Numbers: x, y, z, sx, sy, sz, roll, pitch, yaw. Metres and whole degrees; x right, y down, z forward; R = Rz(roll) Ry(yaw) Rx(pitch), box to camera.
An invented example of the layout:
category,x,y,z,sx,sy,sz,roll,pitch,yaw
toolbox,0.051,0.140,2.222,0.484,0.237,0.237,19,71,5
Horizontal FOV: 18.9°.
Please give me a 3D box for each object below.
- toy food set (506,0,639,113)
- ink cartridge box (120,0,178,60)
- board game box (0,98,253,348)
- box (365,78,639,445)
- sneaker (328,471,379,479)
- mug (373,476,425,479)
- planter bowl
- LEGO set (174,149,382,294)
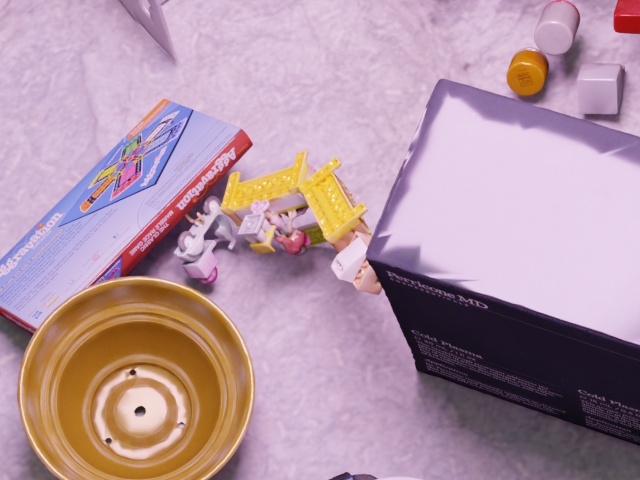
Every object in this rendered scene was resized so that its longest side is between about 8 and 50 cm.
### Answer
category,x,y,z,sx,sy,sz,roll,pitch,yaw
toy food set,0.308,-0.200,1.933,0.232,0.111,0.104,2,33,17
ink cartridge box,-0.217,-0.377,1.997,0.119,0.207,0.353,-35,67,-11
board game box,-0.205,-0.022,1.886,0.281,0.027,0.145,-46,40,-16
box,0.247,0.042,1.673,0.343,0.312,0.179,18,74,17
sneaker,0.061,0.296,1.716,0.121,0.079,0.217,-31,65,-11
mug,0.124,0.358,1.535,0.374,0.276,0.328,51,47,-4
planter bowl,-0.170,0.150,1.794,0.217,0.090,0.217,1,69,-2
LEGO set,0.000,0.000,1.806,0.287,0.107,0.132,7,59,46
